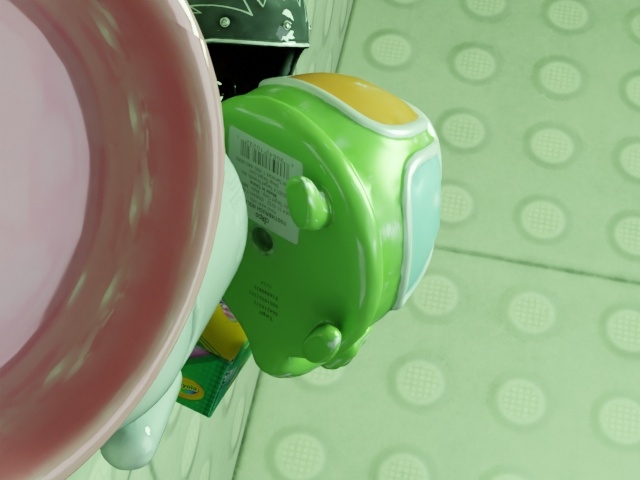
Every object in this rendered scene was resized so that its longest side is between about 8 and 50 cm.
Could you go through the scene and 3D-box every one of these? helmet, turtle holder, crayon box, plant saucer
[{"bbox_3d":[-0.093,-0.204,1.094,0.161,0.169,0.169,-62,-176,30],"label":"helmet"},{"bbox_3d":[0.011,-0.006,1.077,0.227,0.243,0.320,-33,110,-39],"label":"turtle holder"},{"bbox_3d":[-0.134,0.059,1.250,0.278,0.165,0.081,-56,171,-61],"label":"crayon box"},{"bbox_3d":[-0.191,-0.015,0.545,0.332,0.084,0.332,-23,121,-43],"label":"plant saucer"}]

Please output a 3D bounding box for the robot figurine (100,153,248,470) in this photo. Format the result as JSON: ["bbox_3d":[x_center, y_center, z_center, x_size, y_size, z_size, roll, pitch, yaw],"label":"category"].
[{"bbox_3d":[-0.170,0.013,0.824,0.353,0.200,0.300,-68,140,-66],"label":"robot figurine"}]
